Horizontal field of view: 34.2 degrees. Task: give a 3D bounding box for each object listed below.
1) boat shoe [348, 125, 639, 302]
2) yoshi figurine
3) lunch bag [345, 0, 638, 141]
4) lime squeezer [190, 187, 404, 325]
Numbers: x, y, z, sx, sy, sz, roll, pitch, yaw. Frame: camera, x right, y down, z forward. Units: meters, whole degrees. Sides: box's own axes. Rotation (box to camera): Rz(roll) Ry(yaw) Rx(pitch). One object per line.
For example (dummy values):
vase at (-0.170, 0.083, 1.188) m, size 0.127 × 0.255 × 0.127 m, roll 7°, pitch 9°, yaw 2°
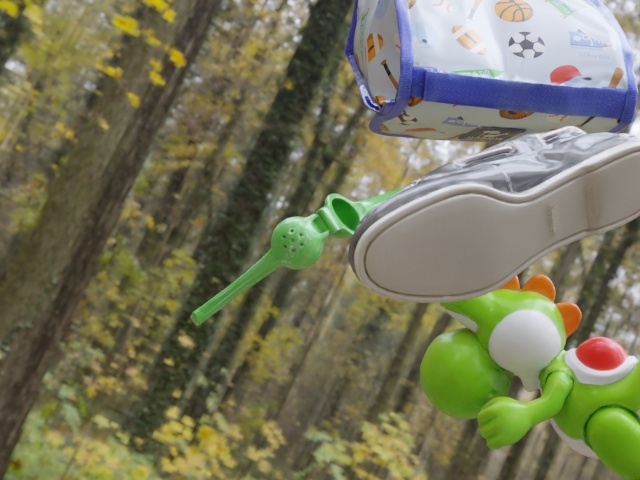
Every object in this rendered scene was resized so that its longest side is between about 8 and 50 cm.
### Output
boat shoe at (0.158, -0.029, 0.945) m, size 0.335 × 0.112 × 0.095 m, roll -17°, pitch 27°, yaw -24°
yoshi figurine at (0.264, 0.195, 1.226) m, size 0.362 × 0.203 × 0.203 m, roll 39°, pitch -25°, yaw 14°
lunch bag at (0.222, -0.257, 1.449) m, size 0.328 × 0.238 × 0.385 m, roll 3°, pitch 28°, yaw -11°
lime squeezer at (0.000, 0.000, 1.147) m, size 0.059 × 0.310 × 0.110 m, roll 46°, pitch -28°, yaw 23°
